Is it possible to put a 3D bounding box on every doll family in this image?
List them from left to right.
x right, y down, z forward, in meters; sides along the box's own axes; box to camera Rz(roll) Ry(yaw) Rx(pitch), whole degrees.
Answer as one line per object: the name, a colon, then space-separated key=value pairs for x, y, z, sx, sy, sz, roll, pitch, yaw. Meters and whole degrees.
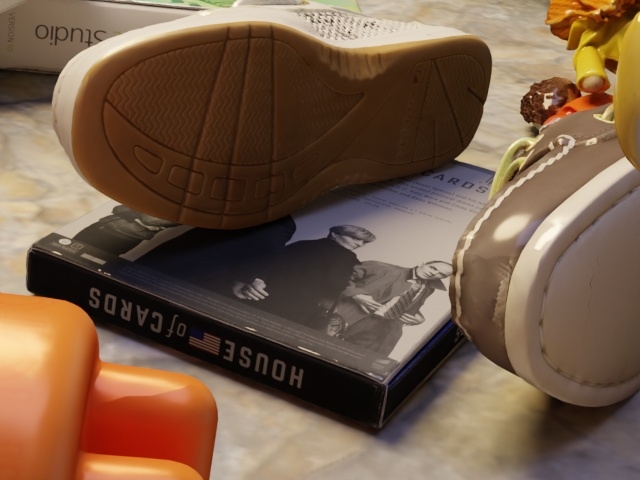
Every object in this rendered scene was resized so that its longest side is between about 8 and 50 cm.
doll family: x=0.238 y=-0.121 z=0.975 sx=0.263 sy=0.118 sz=0.163 roll=-14 pitch=34 yaw=-39

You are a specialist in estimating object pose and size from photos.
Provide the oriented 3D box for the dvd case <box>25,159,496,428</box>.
dvd case: x=0.000 y=0.000 z=0.754 sx=0.179 sy=0.029 sz=0.239 roll=19 pitch=27 yaw=21

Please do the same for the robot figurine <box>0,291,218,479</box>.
robot figurine: x=-0.142 y=0.072 z=0.451 sx=0.219 sy=0.128 sz=0.158 roll=6 pitch=69 yaw=-6

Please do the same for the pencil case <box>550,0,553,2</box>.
pencil case: x=0.356 y=-0.263 z=1.235 sx=0.410 sy=0.183 sz=0.160 roll=-10 pitch=32 yaw=-33

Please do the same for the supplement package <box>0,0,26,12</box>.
supplement package: x=-0.250 y=-0.216 z=0.913 sx=0.139 sy=0.133 sz=0.244 roll=-31 pitch=33 yaw=-28

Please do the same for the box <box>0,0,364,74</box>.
box: x=-0.103 y=-0.189 z=1.075 sx=0.232 sy=0.058 sz=0.322 roll=4 pitch=28 yaw=-10

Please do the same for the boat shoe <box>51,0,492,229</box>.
boat shoe: x=-0.032 y=-0.071 z=0.754 sx=0.096 sy=0.098 sz=0.277 roll=27 pitch=22 yaw=35

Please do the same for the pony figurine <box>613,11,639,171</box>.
pony figurine: x=0.205 y=0.109 z=0.310 sx=0.303 sy=0.351 sz=0.363 roll=-2 pitch=9 yaw=-28

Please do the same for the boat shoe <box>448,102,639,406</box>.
boat shoe: x=0.137 y=-0.010 z=0.728 sx=0.097 sy=0.116 sz=0.324 roll=20 pitch=24 yaw=29
